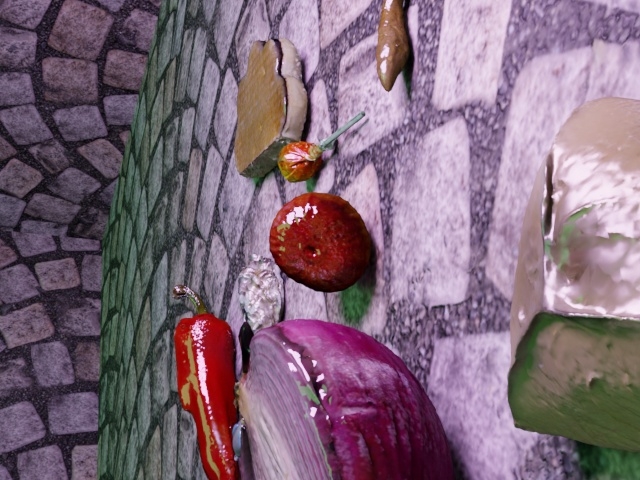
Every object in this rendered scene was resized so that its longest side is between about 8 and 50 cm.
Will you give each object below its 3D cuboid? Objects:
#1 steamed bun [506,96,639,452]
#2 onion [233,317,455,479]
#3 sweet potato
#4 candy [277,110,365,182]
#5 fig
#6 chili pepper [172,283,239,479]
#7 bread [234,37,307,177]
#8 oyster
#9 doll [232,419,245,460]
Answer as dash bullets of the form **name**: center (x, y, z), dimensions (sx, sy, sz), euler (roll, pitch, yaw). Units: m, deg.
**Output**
- **steamed bun**: center (0.178, 0.025, 0.440), dimensions (0.212, 0.110, 0.231), euler (-166, 80, -68)
- **onion**: center (0.046, 0.226, 0.653), dimensions (0.349, 0.159, 0.267), euler (-127, 36, -50)
- **sweet potato**: center (0.082, -0.229, 0.850), dimensions (0.041, 0.038, 0.153), euler (-8, 66, 45)
- **candy**: center (0.004, -0.127, 1.008), dimensions (0.201, 0.060, 0.060), euler (-27, 58, 56)
- **fig**: center (-0.009, 0.001, 0.904), dimensions (0.153, 0.119, 0.119), euler (-174, 90, -70)
- **chili pepper**: center (-0.189, 0.242, 1.310), dimensions (0.110, 0.110, 0.388), euler (128, 137, -53)
- **bread**: center (-0.081, -0.219, 1.224), dimensions (0.286, 0.056, 0.207), euler (164, 108, -67)
- **oyster**: center (-0.098, 0.095, 1.175), dimensions (0.177, 0.064, 0.125), euler (-122, 39, -60)
- **doll**: center (-0.112, 0.292, 1.182), dimensions (0.057, 0.039, 0.114), euler (32, 106, 29)
